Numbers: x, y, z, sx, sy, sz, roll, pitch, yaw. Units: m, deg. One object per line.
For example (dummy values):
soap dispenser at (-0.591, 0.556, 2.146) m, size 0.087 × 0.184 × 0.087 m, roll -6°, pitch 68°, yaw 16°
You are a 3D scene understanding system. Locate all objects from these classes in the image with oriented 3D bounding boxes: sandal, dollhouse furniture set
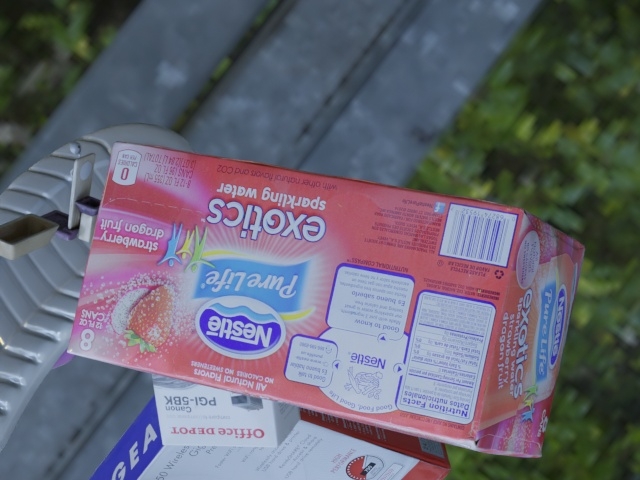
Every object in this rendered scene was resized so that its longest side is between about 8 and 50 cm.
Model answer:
sandal at (-0.267, 0.061, 1.778) m, size 0.169 × 0.416 × 0.102 m, roll 34°, pitch 168°, yaw 24°
dollhouse furniture set at (-0.213, -0.029, 1.570) m, size 0.091 × 0.081 × 0.114 m, roll 21°, pitch -155°, yaw 24°

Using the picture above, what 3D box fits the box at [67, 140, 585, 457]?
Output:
box at (0.004, 0.040, 1.260) m, size 0.300 × 0.154 × 0.142 m, roll 10°, pitch 174°, yaw 25°

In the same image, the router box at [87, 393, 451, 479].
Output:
router box at (-0.081, 0.280, 2.018) m, size 0.301 × 0.335 × 0.082 m, roll 21°, pitch -147°, yaw -28°

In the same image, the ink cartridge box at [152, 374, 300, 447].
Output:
ink cartridge box at (-0.076, 0.086, 1.442) m, size 0.099 × 0.135 × 0.056 m, roll -1°, pitch -161°, yaw 18°
